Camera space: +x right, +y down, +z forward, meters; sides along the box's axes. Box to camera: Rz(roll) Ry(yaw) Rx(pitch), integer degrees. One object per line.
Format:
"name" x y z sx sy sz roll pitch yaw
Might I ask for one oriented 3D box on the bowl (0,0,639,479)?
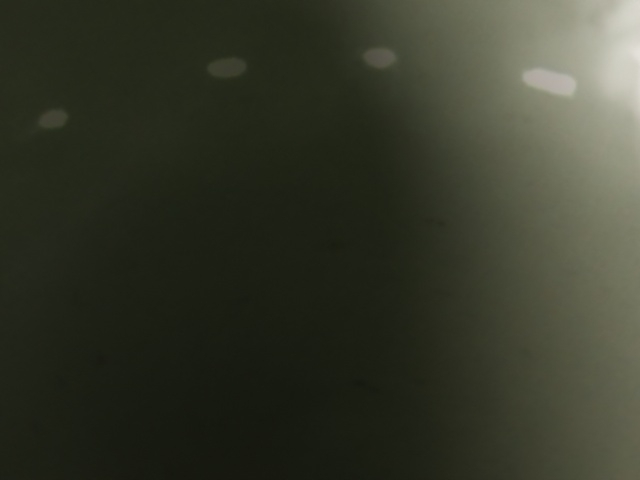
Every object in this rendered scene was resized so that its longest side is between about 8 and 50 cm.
"bowl" 0.000 0.000 0.322 0.337 0.158 0.337 -3 38 2
